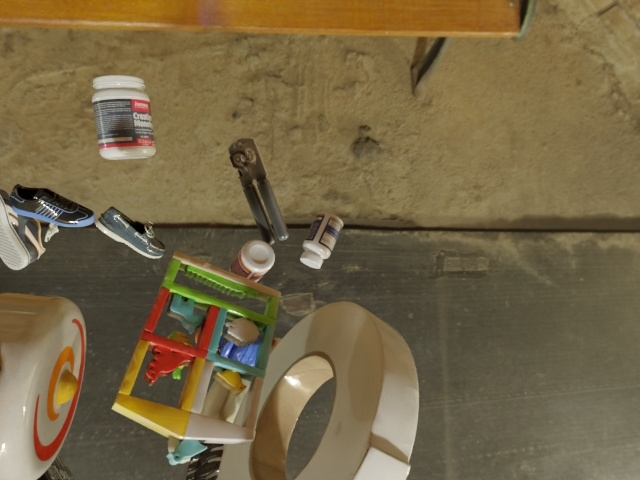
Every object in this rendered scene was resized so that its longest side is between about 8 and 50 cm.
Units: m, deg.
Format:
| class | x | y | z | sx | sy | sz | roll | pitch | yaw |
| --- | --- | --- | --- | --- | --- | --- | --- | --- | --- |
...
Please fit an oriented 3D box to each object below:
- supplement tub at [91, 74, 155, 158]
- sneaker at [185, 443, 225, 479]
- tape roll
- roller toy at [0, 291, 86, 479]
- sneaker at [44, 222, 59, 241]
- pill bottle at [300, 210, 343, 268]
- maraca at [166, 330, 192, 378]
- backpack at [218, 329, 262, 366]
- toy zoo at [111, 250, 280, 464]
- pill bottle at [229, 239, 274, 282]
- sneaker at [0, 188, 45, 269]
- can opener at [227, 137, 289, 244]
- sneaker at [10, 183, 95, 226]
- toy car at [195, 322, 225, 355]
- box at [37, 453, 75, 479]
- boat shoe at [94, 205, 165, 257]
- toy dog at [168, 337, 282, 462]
| class | x | y | z | sx | sy | sz | roll | pitch | yaw |
| --- | --- | --- | --- | --- | --- | --- | --- | --- | --- |
| supplement tub | -0.705 | -0.434 | 1.624 | 0.191 | 0.191 | 0.272 | -7 | 99 | -17 |
| sneaker | -0.198 | 0.552 | 0.964 | 0.162 | 0.106 | 0.281 | 40 | 34 | -38 |
| tape roll | -0.019 | 0.273 | 0.669 | 0.072 | 0.392 | 0.392 | 36 | 75 | -21 |
| roller toy | -0.328 | 0.145 | 0.462 | 0.146 | 0.191 | 0.209 | 6 | 126 | -12 |
| sneaker | -0.944 | -0.031 | 1.599 | 0.037 | 0.032 | 0.083 | 24 | 64 | -34 |
| pill bottle | 0.000 | 0.000 | 1.445 | 0.094 | 0.094 | 0.169 | 29 | 70 | -11 |
| maraca | -0.501 | 0.395 | 1.578 | 0.099 | 0.185 | 0.127 | -16 | 120 | 1 |
| backpack | -0.170 | 0.243 | 1.002 | 0.101 | 0.120 | 0.097 | 23 | 96 | -26 |
| toy zoo | -0.170 | 0.169 | 0.665 | 0.192 | 0.030 | 0.293 | 24 | 47 | -18 |
| pill bottle | -0.181 | 0.064 | 1.153 | 0.086 | 0.152 | 0.086 | 13 | 60 | -23 |
| sneaker | -1.047 | -0.068 | 1.516 | 0.126 | 0.127 | 0.321 | -12 | 108 | 17 |
| can opener | -0.158 | -0.131 | 1.183 | 0.076 | 0.095 | 0.283 | -20 | 96 | 6 |
| sneaker | -0.813 | -0.108 | 1.383 | 0.232 | 0.090 | 0.081 | 11 | 45 | -22 |
| toy car | -0.372 | 0.369 | 1.663 | 0.182 | 0.136 | 0.159 | 20 | 78 | -29 |
| box | -0.853 | 0.789 | 1.439 | 0.097 | 0.318 | 0.395 | -36 | 67 | -26 |
| boat shoe | -0.555 | -0.025 | 1.371 | 0.079 | 0.095 | 0.254 | -46 | 141 | 1 |
| toy dog | -0.170 | 0.441 | 1.268 | 0.285 | 0.408 | 0.395 | 35 | 35 | -6 |
